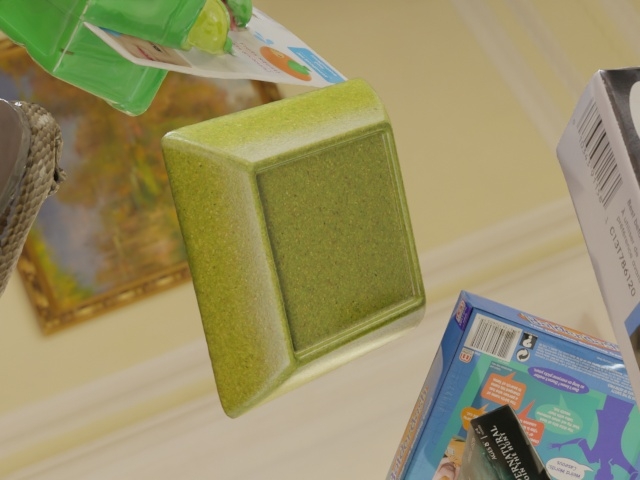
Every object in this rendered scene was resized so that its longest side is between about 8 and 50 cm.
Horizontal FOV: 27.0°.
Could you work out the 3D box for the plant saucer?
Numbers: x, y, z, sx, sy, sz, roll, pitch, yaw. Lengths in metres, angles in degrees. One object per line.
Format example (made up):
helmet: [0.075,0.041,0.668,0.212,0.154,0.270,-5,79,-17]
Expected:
plant saucer: [0.000,0.000,0.874,0.045,0.188,0.188,0,-74,46]

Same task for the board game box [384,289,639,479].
board game box: [0.132,0.159,0.902,0.047,0.160,0.210,-104,-145,-78]

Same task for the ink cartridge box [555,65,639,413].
ink cartridge box: [0.268,0.002,0.483,0.065,0.332,0.165,104,-24,-60]

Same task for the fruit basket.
fruit basket: [-0.161,-0.245,1.222,0.327,0.353,0.165,41,-62,24]

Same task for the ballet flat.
ballet flat: [-0.214,0.034,0.775,0.084,0.250,0.058,31,9,31]

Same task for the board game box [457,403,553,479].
board game box: [0.107,0.179,0.686,0.186,0.026,0.126,88,-22,-58]
